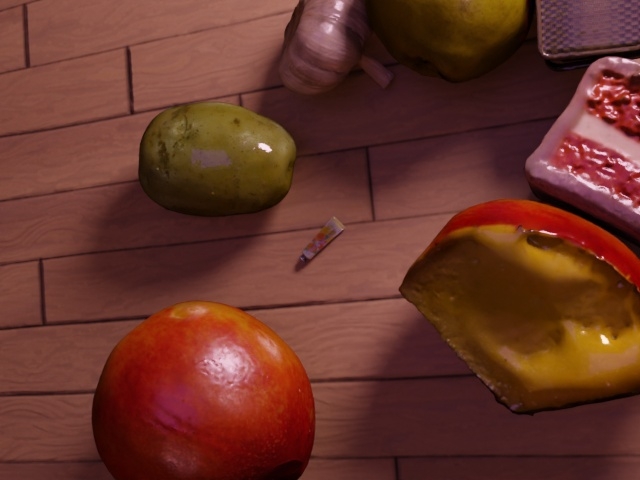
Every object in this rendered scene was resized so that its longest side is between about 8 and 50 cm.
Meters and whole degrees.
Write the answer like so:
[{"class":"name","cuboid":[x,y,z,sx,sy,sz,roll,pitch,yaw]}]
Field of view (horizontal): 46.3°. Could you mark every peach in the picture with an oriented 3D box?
[{"class":"peach","cuboid":[0.344,0.093,1.151,0.380,0.242,0.306,45,120,7]},{"class":"peach","cuboid":[-0.189,0.290,1.287,0.389,0.388,0.388,-1,87,19]}]

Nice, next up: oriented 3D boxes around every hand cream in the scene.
[{"class":"hand cream","cuboid":[0.000,0.000,1.407,0.102,0.022,0.035,-45,67,8]}]

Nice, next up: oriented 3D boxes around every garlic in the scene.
[{"class":"garlic","cuboid":[0.042,-0.346,1.345,0.212,0.218,0.218,23,97,-18]}]

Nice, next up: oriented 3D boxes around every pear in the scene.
[{"class":"pear","cuboid":[0.217,-0.439,1.213,0.288,0.287,0.375,11,86,19]}]

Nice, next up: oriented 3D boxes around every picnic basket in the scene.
[{"class":"picnic basket","cuboid":[0.408,-0.393,1.116,0.165,0.139,0.266,-1,102,26]}]

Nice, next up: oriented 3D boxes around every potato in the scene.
[{"class":"potato","cuboid":[-0.197,-0.146,1.386,0.305,0.216,0.215,11,91,22]}]

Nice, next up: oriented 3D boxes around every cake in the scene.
[{"class":"cake","cuboid":[0.497,-0.109,1.135,0.309,0.230,0.237,32,100,16]}]
